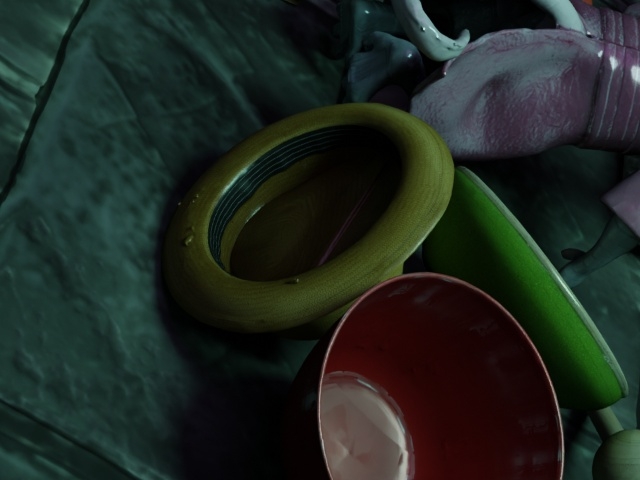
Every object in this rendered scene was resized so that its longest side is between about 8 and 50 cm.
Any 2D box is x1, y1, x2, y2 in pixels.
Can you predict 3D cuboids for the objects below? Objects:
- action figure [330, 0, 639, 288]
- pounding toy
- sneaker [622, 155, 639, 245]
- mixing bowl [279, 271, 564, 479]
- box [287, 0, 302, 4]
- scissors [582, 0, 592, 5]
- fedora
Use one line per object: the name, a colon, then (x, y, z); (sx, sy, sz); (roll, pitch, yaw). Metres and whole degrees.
action figure: (0.199, -0.126, 1.393); (0.370, 0.276, 0.248); (10, 58, -7)
pounding toy: (0.113, 0.076, 1.275); (0.237, 0.110, 0.183); (55, -2, -20)
sneaker: (0.323, -0.104, 1.619); (0.127, 0.126, 0.321); (26, 53, -18)
mixing bowl: (0.044, 0.116, 1.161); (0.181, 0.098, 0.181); (11, 70, -35)
box: (-0.084, -0.279, 1.472); (0.164, 0.021, 0.201); (21, 44, -29)
scissors: (0.186, -0.200, 1.471); (0.109, 0.297, 0.021); (12, 78, -17)
fedora: (0.000, 0.000, 1.223); (0.194, 0.194, 0.079); (-85, 158, -44)
